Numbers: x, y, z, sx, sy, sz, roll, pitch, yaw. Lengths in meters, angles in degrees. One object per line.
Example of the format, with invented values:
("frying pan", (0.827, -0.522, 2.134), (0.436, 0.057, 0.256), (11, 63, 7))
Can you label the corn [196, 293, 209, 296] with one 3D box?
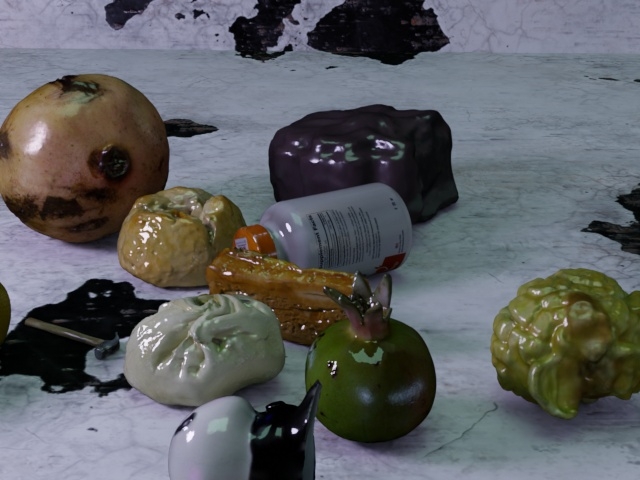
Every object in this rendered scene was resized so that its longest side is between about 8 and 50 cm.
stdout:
("corn", (-0.196, 0.109, 1.958), (0.037, 0.037, 0.092), (9, 20, 19))

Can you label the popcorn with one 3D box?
("popcorn", (0.352, 0.145, 1.703), (0.235, 0.181, 0.217), (-4, 24, 0))

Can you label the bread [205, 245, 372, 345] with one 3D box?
("bread", (-0.045, 0.086, 1.890), (0.271, 0.139, 0.077), (10, 33, 25))

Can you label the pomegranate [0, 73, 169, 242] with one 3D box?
("pomegranate", (-0.428, -0.149, 2.230), (0.322, 0.322, 0.322), (1, 22, 0))

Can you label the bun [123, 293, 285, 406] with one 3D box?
("bun", (-0.163, 0.141, 1.742), (0.229, 0.145, 0.229), (0, 25, 0))

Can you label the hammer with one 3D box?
("hammer", (-0.380, 0.142, 1.891), (0.182, 0.017, 0.062), (14, 25, 31))

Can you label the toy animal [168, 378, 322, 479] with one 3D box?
("toy animal", (-0.088, 0.245, 1.444), (0.179, 0.166, 0.138), (0, -4, -4))

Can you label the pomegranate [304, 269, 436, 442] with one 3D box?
("pomegranate", (0.063, 0.153, 1.614), (0.181, 0.224, 0.181), (-3, 29, 1))

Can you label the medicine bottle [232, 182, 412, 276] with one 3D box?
("medicine bottle", (0.000, 0.000, 2.079), (0.289, 0.157, 0.157), (-13, 26, -30))

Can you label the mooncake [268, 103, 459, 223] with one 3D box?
("mooncake", (0.080, -0.142, 2.396), (0.350, 0.212, 0.381), (0, 19, 13))

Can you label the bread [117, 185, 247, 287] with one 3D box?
("bread", (-0.234, -0.014, 2.135), (0.244, 0.134, 0.244), (2, 25, -1))

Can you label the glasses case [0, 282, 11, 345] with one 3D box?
("glasses case", (-0.586, 0.131, 1.693), (0.141, 0.173, 0.371), (12, 23, 33))
